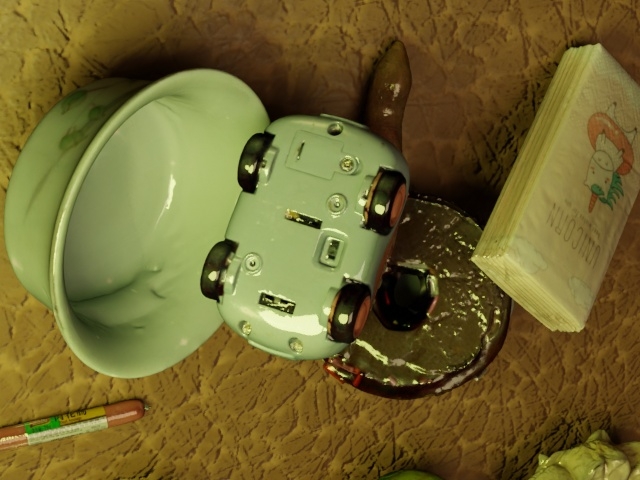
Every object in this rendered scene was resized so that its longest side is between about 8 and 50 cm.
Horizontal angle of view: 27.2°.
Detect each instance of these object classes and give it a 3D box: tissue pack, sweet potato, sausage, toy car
[{"bbox_3d":[0.313,-0.067,1.630,0.170,0.071,0.325,42,62,-30],"label":"tissue pack"},{"bbox_3d":[0.076,-0.132,1.595,0.051,0.065,0.218,7,92,-13],"label":"sweet potato"},{"bbox_3d":[-0.320,0.231,1.647,0.223,0.029,0.029,-11,116,-15],"label":"sausage"},{"bbox_3d":[0.000,0.000,1.486,0.181,0.212,0.270,17,90,15],"label":"toy car"}]

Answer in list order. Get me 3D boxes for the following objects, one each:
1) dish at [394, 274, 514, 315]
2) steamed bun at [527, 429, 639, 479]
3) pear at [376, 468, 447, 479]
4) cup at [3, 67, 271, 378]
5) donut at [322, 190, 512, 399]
[{"bbox_3d":[0.163,0.111,1.739,0.229,0.081,0.229,-8,115,-17],"label":"dish"},{"bbox_3d":[0.367,0.401,1.916,0.292,0.137,0.295,-27,127,-11],"label":"steamed bun"},{"bbox_3d":[0.144,0.442,1.815,0.176,0.286,0.281,-29,98,-33],"label":"pear"},{"bbox_3d":[-0.215,-0.039,1.449,0.347,0.163,0.347,-35,136,-42],"label":"cup"},{"bbox_3d":[0.105,0.070,1.631,0.270,0.103,0.269,0,81,3],"label":"donut"}]
